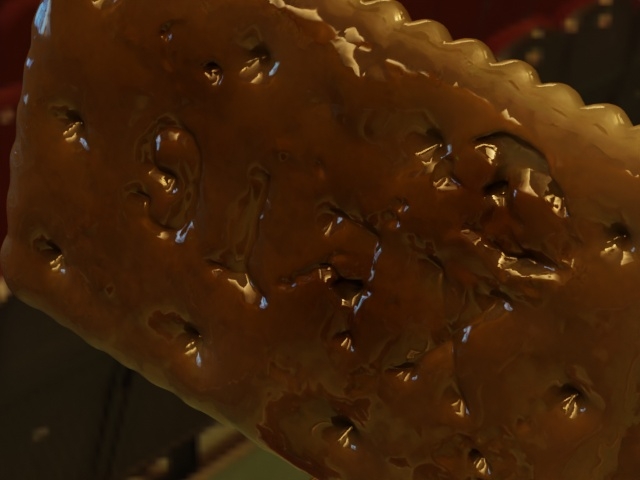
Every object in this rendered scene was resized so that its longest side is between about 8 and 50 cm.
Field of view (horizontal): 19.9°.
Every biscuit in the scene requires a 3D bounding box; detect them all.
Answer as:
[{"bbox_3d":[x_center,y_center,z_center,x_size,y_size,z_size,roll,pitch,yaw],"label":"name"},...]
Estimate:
[{"bbox_3d":[0.000,0.000,0.734,0.325,0.217,0.044,30,29,25],"label":"biscuit"}]

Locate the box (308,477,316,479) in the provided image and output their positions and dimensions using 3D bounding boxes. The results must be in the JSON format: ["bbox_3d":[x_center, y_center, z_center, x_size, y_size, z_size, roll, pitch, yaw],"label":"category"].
[{"bbox_3d":[0.045,0.232,1.076,0.030,0.193,0.121,-40,4,32],"label":"box"}]
